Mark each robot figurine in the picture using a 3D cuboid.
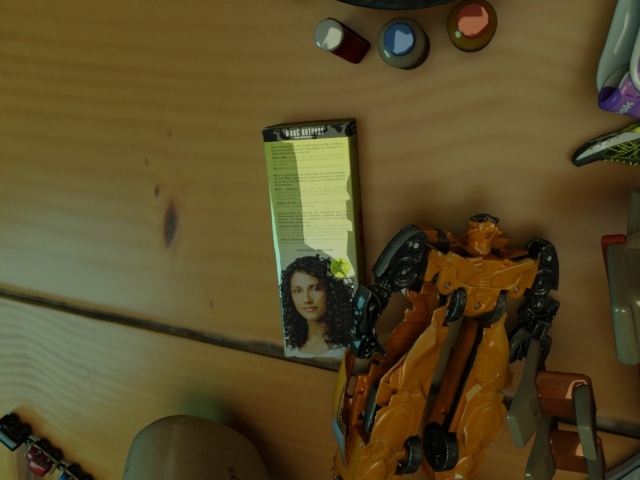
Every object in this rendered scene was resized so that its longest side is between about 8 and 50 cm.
[{"bbox_3d":[0.106,0.110,0.538,0.210,0.085,0.291,6,108,-22],"label":"robot figurine"}]

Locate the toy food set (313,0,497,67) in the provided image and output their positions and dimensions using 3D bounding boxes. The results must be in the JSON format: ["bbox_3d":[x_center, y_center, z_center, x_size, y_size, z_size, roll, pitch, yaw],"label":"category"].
[{"bbox_3d":[0.031,-0.214,0.480,0.232,0.104,0.111,40,110,1],"label":"toy food set"}]

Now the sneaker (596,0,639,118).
[{"bbox_3d":[0.297,-0.079,0.443,0.160,0.102,0.283,-12,91,0],"label":"sneaker"}]

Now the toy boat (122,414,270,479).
[{"bbox_3d":[-0.082,0.341,0.610,0.148,0.268,0.318,-44,123,15],"label":"toy boat"}]

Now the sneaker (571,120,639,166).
[{"bbox_3d":[0.264,-0.078,0.500,0.083,0.031,0.035,-21,99,18],"label":"sneaker"}]

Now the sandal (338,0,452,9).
[{"bbox_3d":[0.148,-0.317,0.402,0.445,0.107,0.168,-38,114,-1],"label":"sandal"}]

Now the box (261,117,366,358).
[{"bbox_3d":[0.000,0.000,0.571,0.087,0.058,0.233,-2,104,14],"label":"box"}]

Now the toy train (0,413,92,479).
[{"bbox_3d":[-0.360,0.285,0.748,0.158,0.036,0.027,38,110,1],"label":"toy train"}]

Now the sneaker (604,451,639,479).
[{"bbox_3d":[0.314,0.268,0.549,0.094,0.091,0.258,33,110,3],"label":"sneaker"}]

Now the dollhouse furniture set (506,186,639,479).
[{"bbox_3d":[0.286,0.101,0.433,0.261,0.135,0.259,-3,125,34],"label":"dollhouse furniture set"}]
